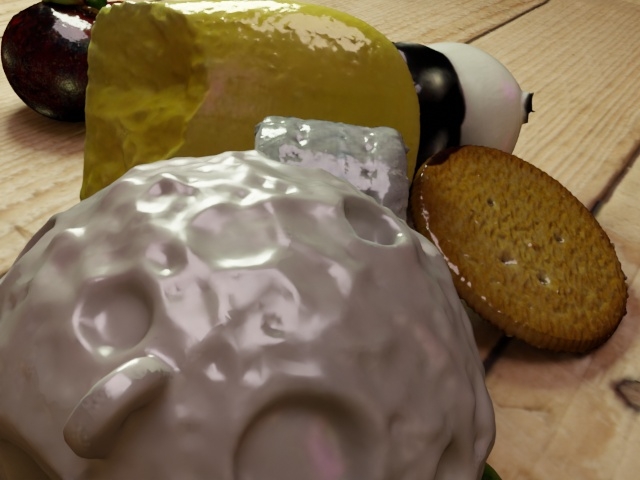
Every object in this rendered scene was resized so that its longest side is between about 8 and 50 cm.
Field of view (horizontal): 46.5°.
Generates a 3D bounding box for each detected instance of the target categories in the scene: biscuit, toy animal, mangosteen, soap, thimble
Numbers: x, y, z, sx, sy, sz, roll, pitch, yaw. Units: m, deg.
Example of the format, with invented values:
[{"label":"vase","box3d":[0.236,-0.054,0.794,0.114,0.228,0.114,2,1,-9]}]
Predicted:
[{"label":"biscuit","box3d":[0.240,0.004,0.898,0.305,0.038,0.305,16,47,-18]},{"label":"toy animal","box3d":[0.144,-0.174,1.062,0.310,0.251,0.251,-22,43,-27]},{"label":"mangosteen","box3d":[-0.374,-0.287,1.126,0.216,0.216,0.216,6,33,-4]},{"label":"soap","box3d":[-0.096,-0.132,0.889,0.427,0.306,0.115,6,3,8]},{"label":"thimble","box3d":[0.000,0.000,0.749,0.157,0.245,0.217,5,-4,-5]}]

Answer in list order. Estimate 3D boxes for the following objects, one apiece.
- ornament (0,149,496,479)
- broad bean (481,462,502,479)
[{"label":"ornament","box3d":[-0.050,0.105,0.494,0.337,0.337,0.337,6,33,-4]},{"label":"broad bean","box3d":[0.065,0.190,0.654,0.297,0.043,0.060,16,45,13]}]
